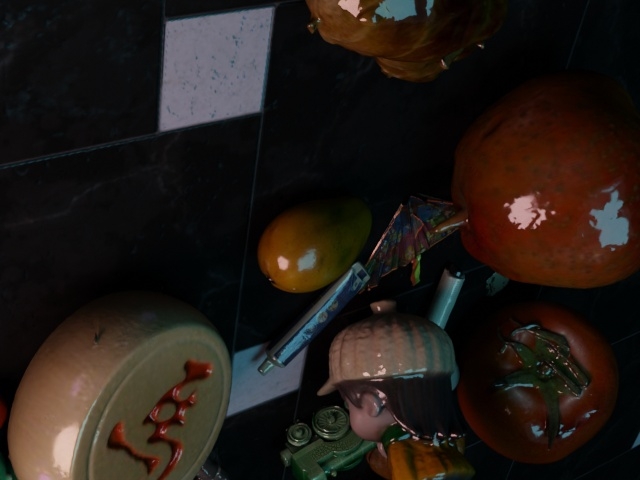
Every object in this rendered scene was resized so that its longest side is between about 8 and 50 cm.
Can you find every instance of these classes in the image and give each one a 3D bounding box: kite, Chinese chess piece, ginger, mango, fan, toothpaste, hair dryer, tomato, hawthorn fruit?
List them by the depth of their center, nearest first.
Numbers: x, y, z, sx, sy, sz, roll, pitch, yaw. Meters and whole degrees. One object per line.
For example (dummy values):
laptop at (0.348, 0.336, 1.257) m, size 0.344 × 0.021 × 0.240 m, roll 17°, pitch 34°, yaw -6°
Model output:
ginger at (0.155, -0.298, 0.960) m, size 0.357 × 0.152 × 0.274 m, roll -48°, pitch 142°, yaw 7°
Chinese chess piece at (-0.211, 0.185, 1.056) m, size 0.273 × 0.102 × 0.273 m, roll -34°, pitch 134°, yaw -44°
mango at (-0.003, 0.004, 1.151) m, size 0.163 × 0.089 × 0.111 m, roll -10°, pitch 130°, yaw -47°
hawthorn fruit at (0.273, -0.065, 1.218) m, size 0.298 × 0.277 × 0.277 m, roll -18°, pitch 139°, yaw -2°
toothpaste at (-0.010, 0.105, 1.281) m, size 0.197 × 0.035 × 0.057 m, roll -45°, pitch 147°, yaw -4°
kite at (0.138, -0.002, 1.333) m, size 0.241 × 0.014 × 0.183 m, roll -29°, pitch 141°, yaw -20°
hair dryer at (0.171, 0.137, 1.464) m, size 0.131 × 0.073 × 0.237 m, roll -4°, pitch 118°, yaw -42°
fan at (0.292, 0.056, 1.531) m, size 0.083 × 0.004 × 0.056 m, roll -36°, pitch 142°, yaw -11°
tomato at (0.340, 0.224, 1.540) m, size 0.255 × 0.256 × 0.224 m, roll -35°, pitch 160°, yaw -11°

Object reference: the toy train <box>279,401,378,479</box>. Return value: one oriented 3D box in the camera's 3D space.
toy train at (0.028, 0.297, 1.438) m, size 0.178 × 0.104 × 0.071 m, roll -26°, pitch 135°, yaw -23°

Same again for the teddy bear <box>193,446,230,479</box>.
teddy bear at (-0.176, 0.412, 1.331) m, size 0.171 × 0.144 × 0.251 m, roll -26°, pitch 137°, yaw -9°

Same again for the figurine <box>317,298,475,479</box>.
figurine at (0.131, 0.243, 1.301) m, size 0.204 × 0.332 × 0.185 m, roll -46°, pitch 149°, yaw 19°

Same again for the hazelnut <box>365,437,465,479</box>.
hazelnut at (0.148, 0.324, 1.536) m, size 0.150 × 0.150 × 0.150 m, roll -24°, pitch 138°, yaw -24°

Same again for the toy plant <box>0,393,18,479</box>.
toy plant at (-0.403, 0.348, 1.038) m, size 0.279 × 0.185 × 0.401 m, roll -5°, pitch 120°, yaw -27°
